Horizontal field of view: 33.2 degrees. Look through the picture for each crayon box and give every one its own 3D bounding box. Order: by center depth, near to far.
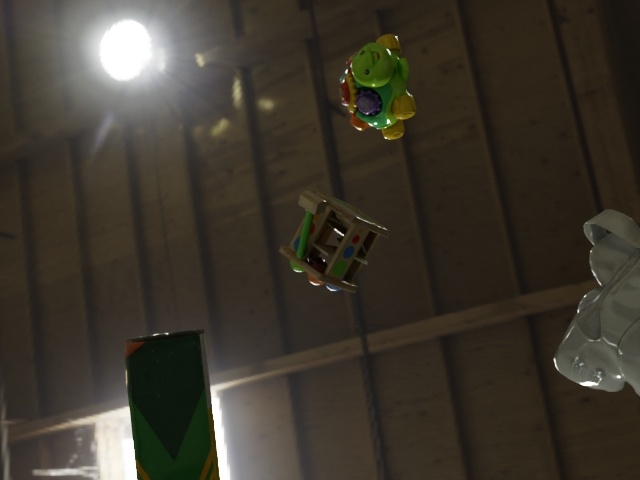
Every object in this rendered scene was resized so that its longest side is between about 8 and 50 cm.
[{"bbox_3d":[-0.141,0.256,1.080,0.081,0.202,0.319,-6,-97,-9],"label":"crayon box"}]

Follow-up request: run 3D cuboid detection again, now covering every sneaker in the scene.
[{"bbox_3d":[0.316,0.126,0.849,0.210,0.366,0.137,20,-129,43],"label":"sneaker"}]

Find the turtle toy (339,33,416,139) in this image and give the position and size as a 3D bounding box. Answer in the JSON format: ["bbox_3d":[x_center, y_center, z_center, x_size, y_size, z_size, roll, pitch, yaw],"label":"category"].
[{"bbox_3d":[0.056,-0.163,1.110,0.066,0.130,0.095,-9,-107,-12],"label":"turtle toy"}]

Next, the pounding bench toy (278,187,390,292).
[{"bbox_3d":[0.000,0.000,0.846,0.052,0.083,0.065,36,-81,39],"label":"pounding bench toy"}]
